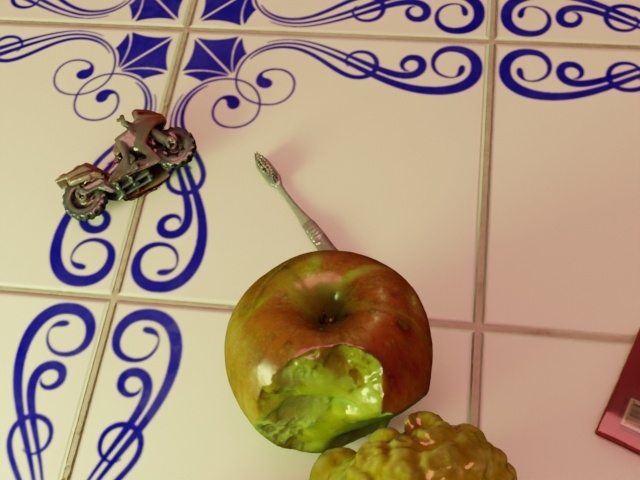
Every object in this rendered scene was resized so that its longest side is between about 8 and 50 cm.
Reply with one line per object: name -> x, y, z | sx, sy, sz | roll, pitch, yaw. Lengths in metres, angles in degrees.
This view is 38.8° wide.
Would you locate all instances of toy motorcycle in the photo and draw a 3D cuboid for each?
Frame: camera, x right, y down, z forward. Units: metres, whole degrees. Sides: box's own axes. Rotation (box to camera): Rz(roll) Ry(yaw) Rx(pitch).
toy motorcycle -> -0.290, -0.117, 1.330 | 0.212, 0.084, 0.118 | -31, 70, -7

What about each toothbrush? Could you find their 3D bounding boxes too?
toothbrush -> 0.000, 0.000, 1.262 | 0.024, 0.029, 0.354 | -37, 63, -1

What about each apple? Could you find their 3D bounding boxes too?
apple -> 0.014, 0.141, 1.060 | 0.246, 0.226, 0.246 | -5, 43, 5

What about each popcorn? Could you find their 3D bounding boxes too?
popcorn -> 0.107, 0.282, 0.992 | 0.235, 0.181, 0.216 | -17, 9, -43

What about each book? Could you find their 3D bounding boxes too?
book -> 0.471, 0.214, 1.097 | 0.231, 0.022, 0.162 | 24, 67, 18
